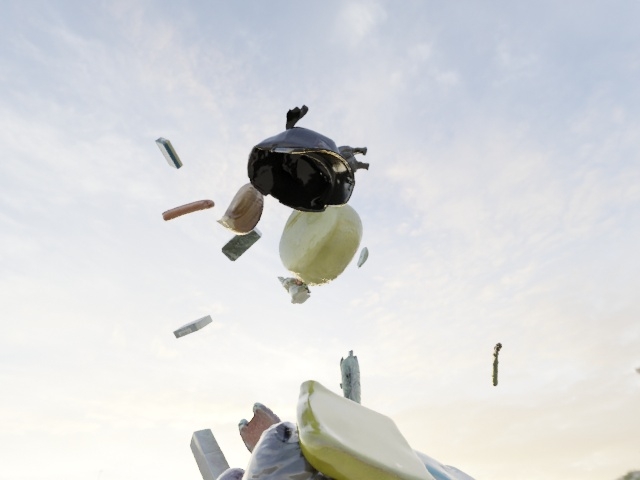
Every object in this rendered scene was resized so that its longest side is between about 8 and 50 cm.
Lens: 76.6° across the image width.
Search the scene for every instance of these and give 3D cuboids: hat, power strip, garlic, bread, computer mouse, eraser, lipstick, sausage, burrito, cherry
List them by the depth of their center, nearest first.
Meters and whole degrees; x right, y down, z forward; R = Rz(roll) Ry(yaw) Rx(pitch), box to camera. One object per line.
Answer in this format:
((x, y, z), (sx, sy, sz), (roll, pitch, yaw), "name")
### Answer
((-0.013, -0.207, 1.010), (0.336, 0.209, 0.238), (-2, -43, 52), "hat")
((-0.215, 0.671, 1.011), (0.148, 0.188, 0.115), (-22, -16, 32), "cherry")
((-0.208, -0.106, 1.141), (0.090, 0.198, 0.128), (27, -18, 14), "garlic")
((-0.464, -0.110, 1.430), (0.186, 0.043, 0.043), (-20, -37, -21), "sausage")
((-0.366, 0.828, 1.434), (0.076, 0.371, 0.080), (7, -74, -38), "lipstick")
((0.009, 0.004, 1.438), (0.237, 0.320, 0.320), (26, -49, -34), "bread")
((-0.554, -0.319, 1.491), (0.056, 0.032, 0.123), (25, -31, 32), "power strip")
((0.125, 0.577, 1.649), (0.096, 0.309, 0.066), (32, -59, -20), "burrito")
((0.197, 0.083, 1.849), (0.032, 0.110, 0.056), (26, -20, -14), "computer mouse")
((-0.640, 0.433, 2.030), (0.212, 0.092, 0.046), (-24, -86, 33), "eraser")

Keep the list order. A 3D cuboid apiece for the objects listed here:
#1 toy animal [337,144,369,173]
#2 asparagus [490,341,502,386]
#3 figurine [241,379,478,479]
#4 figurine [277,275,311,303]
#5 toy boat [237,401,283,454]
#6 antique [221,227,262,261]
((0.045, -0.237, 1.511), (0.168, 0.106, 0.343), (3, -19, -32), "toy animal")
((0.549, 0.387, 1.269), (0.025, 0.024, 0.248), (-4, -48, 15), "asparagus")
((0.036, 0.440, 0.538), (0.361, 0.378, 0.266), (24, -3, 14), "figurine")
((-0.093, 0.173, 1.536), (0.098, 0.146, 0.081), (-17, -50, -21), "figurine")
((-0.181, 0.684, 1.416), (0.155, 0.227, 0.085), (-50, -27, 2), "toy boat")
((-0.357, 0.007, 1.819), (0.183, 0.086, 0.088), (-42, -77, 6), "antique")
